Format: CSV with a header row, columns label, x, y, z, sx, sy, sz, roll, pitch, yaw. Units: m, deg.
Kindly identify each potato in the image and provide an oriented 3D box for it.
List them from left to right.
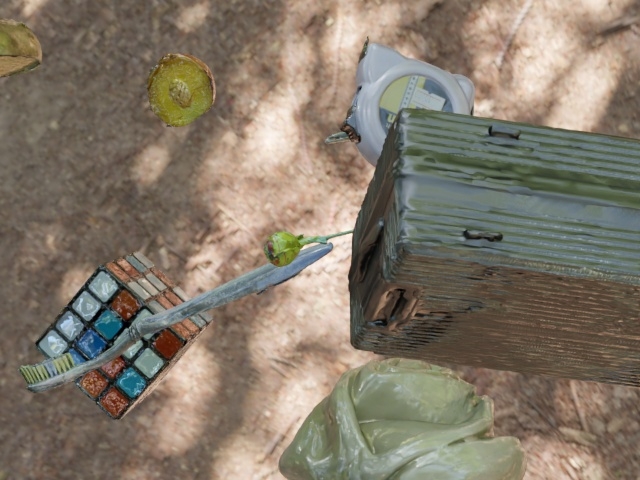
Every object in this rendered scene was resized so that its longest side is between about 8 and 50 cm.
label,x,y,z,sx,sy,sz,roll,pitch,yaw
potato,-0.445,-0.249,1.320,0.164,0.200,0.081,-11,90,19

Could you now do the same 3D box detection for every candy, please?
label,x,y,z,sx,sy,sz,roll,pitch,yaw
candy,0.000,0.000,1.113,0.123,0.035,0.035,-13,61,-5

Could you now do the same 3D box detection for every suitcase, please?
label,x,y,z,sx,sy,sz,roll,pitch,yaw
suitcase,0.200,0.012,0.905,0.335,0.229,0.152,8,61,-5

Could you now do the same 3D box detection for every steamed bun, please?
label,x,y,z,sx,sy,sz,roll,pitch,yaw
steamed bun,0.139,0.304,1.556,0.368,0.342,0.255,8,72,49

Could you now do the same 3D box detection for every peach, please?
label,x,y,z,sx,sy,sz,roll,pitch,yaw
peach,-0.183,-0.202,1.387,0.098,0.098,0.061,-27,11,15

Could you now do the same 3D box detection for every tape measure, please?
label,x,y,z,sx,sy,sz,roll,pitch,yaw
tape measure,0.123,-0.181,1.544,0.196,0.105,0.178,24,81,-8

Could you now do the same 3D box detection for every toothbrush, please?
label,x,y,z,sx,sy,sz,roll,pitch,yaw
toothbrush,-0.172,0.090,1.257,0.413,0.042,0.035,-24,19,4

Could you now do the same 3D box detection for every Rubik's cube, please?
label,x,y,z,sx,sy,sz,roll,pitch,yaw
Rubik's cube,-0.265,0.126,1.437,0.155,0.151,0.154,42,101,1
